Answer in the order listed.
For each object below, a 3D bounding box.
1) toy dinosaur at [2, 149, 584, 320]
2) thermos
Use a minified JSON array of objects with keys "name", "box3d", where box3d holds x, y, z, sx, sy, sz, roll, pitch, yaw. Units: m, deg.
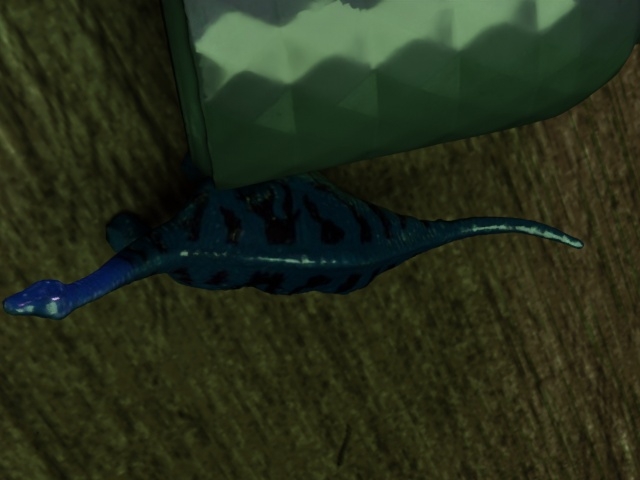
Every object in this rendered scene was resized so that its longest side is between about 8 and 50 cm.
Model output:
[{"name":"toy dinosaur","box3d":[-0.025,-0.010,0.580,0.329,0.144,0.076,-4,112,-34]},{"name":"thermos","box3d":[0.066,-0.116,0.536,0.286,0.182,0.145,-11,83,-8]}]
